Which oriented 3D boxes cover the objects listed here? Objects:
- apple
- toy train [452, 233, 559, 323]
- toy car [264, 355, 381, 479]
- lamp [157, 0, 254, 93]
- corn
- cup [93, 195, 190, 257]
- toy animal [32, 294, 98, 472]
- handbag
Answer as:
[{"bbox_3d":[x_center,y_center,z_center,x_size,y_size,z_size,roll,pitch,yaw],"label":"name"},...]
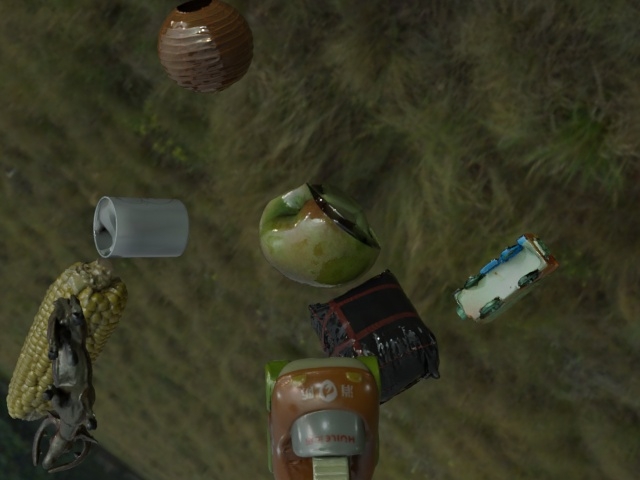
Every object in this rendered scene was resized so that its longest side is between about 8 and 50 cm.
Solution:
[{"bbox_3d":[0.000,0.000,1.536,0.207,0.174,0.188,1,146,42],"label":"apple"},{"bbox_3d":[0.303,0.065,1.466,0.072,0.188,0.099,55,-153,17],"label":"toy train"},{"bbox_3d":[0.009,0.269,1.084,0.145,0.235,0.235,-2,158,-4],"label":"toy car"},{"bbox_3d":[-0.161,-0.272,1.251,0.136,0.136,0.136,29,160,12],"label":"lamp"},{"bbox_3d":[-0.436,0.171,1.522,0.130,0.347,0.130,27,-156,-13],"label":"corn"},{"bbox_3d":[-0.300,-0.029,1.455,0.133,0.099,0.136,-1,-154,-34],"label":"cup"},{"bbox_3d":[-0.330,0.196,1.185,0.087,0.243,0.260,7,171,-15],"label":"toy animal"},{"bbox_3d":[0.085,0.166,1.474,0.215,0.169,0.155,-120,14,-50],"label":"handbag"}]
